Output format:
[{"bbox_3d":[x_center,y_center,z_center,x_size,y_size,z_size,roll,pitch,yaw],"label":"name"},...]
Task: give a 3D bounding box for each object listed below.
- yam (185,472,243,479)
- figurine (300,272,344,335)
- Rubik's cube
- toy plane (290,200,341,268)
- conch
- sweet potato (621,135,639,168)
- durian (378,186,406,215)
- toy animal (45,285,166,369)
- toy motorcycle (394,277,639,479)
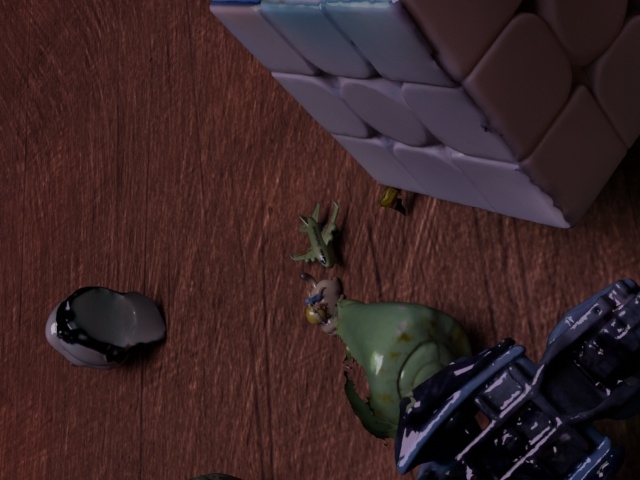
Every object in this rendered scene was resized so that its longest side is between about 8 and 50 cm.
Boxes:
[{"bbox_3d":[-0.060,0.386,1.300,0.330,0.133,0.133,19,92,50],"label":"yam"},{"bbox_3d":[-0.001,0.082,1.409,0.047,0.051,0.083,-48,42,38],"label":"figurine"},{"bbox_3d":[0.136,-0.222,0.996,0.290,0.291,0.291,17,67,53],"label":"Rubik's cube"},{"bbox_3d":[0.000,0.000,1.449,0.102,0.040,0.111,-55,40,26],"label":"toy plane"},{"bbox_3d":[0.074,0.144,1.229,0.137,0.143,0.250,-39,10,-24],"label":"conch"},{"bbox_3d":[0.289,-0.134,1.080,0.292,0.097,0.097,43,110,52],"label":"sweet potato"},{"bbox_3d":[0.109,-0.144,1.283,0.237,0.138,0.193,-60,38,17],"label":"durian"},{"bbox_3d":[-0.359,0.150,1.783,0.179,0.166,0.138,-31,31,57],"label":"toy animal"},{"bbox_3d":[0.191,0.171,1.010,0.172,0.232,0.416,46,104,18],"label":"toy motorcycle"}]
